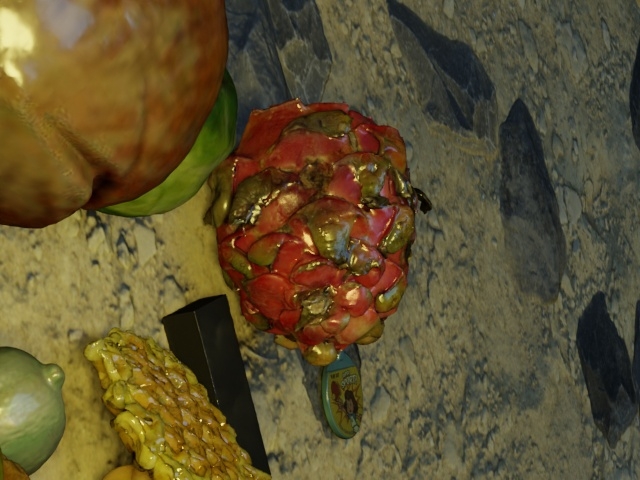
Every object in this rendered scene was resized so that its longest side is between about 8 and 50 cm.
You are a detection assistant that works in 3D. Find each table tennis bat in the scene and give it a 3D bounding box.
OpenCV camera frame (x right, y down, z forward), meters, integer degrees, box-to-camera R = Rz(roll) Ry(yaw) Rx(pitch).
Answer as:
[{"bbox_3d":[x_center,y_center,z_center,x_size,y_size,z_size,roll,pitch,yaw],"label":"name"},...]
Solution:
[{"bbox_3d":[0.026,0.178,2.356,0.100,0.019,0.155,-3,86,-62],"label":"table tennis bat"}]

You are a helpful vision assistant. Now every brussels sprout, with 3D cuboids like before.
[{"bbox_3d":[-0.184,-0.136,1.874,0.219,0.210,0.271,61,13,11],"label":"brussels sprout"}]

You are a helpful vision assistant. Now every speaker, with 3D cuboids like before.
[{"bbox_3d":[-0.114,0.176,2.062,0.082,0.044,0.218,-30,108,-61],"label":"speaker"}]

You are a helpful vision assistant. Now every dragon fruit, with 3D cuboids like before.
[{"bbox_3d":[0.000,0.000,2.136,0.269,0.250,0.291,62,21,-67],"label":"dragon fruit"}]

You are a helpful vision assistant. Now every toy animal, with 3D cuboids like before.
[{"bbox_3d":[-0.338,0.181,1.571,0.251,0.125,0.127,-30,139,-43],"label":"toy animal"}]

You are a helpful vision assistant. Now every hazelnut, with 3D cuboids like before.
[{"bbox_3d":[-0.273,-0.196,1.551,0.409,0.359,0.359,47,38,-19],"label":"hazelnut"}]

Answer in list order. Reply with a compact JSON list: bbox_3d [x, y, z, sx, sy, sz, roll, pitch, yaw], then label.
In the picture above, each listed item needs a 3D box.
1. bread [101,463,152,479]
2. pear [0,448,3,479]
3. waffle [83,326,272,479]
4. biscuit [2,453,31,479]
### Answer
[{"bbox_3d":[-0.195,0.374,1.787,0.142,0.091,0.305,44,43,-41],"label":"bread"},{"bbox_3d":[-0.399,0.148,1.216,0.413,0.352,0.352,24,56,-29],"label":"pear"},{"bbox_3d":[-0.145,0.192,1.882,0.245,0.052,0.254,53,11,10],"label":"waffle"},{"bbox_3d":[-0.331,0.255,1.504,0.208,0.041,0.290,-20,133,-40],"label":"biscuit"}]
